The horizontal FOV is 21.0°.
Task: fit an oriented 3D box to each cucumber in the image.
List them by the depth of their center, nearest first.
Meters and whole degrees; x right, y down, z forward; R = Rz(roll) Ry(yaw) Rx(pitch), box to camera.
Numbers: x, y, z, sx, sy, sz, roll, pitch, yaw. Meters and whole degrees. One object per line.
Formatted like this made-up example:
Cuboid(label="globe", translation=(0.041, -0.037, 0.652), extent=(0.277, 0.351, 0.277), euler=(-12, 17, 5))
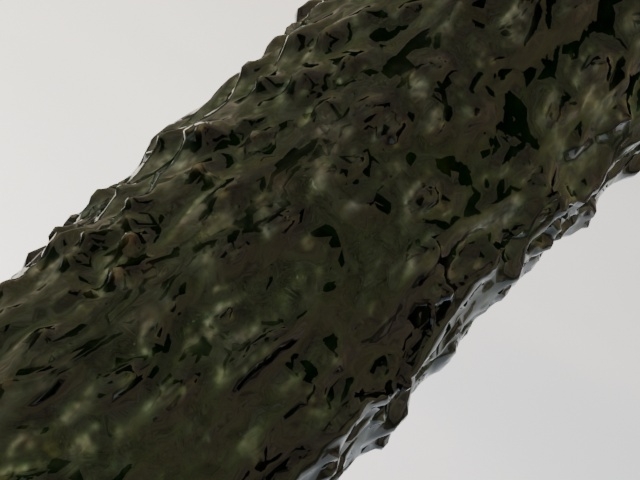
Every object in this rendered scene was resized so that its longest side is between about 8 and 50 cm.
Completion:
Cuboid(label="cucumber", translation=(0.000, 0.000, 0.399), extent=(0.096, 0.096, 0.359), euler=(36, -126, 12))
